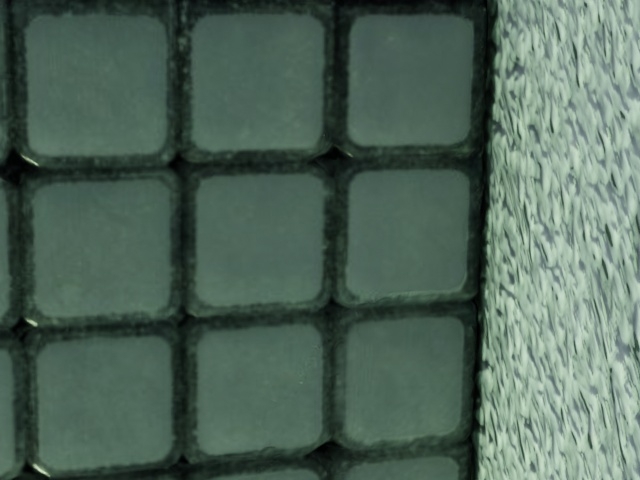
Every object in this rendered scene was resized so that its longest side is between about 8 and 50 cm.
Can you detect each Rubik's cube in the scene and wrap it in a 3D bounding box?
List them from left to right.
[{"bbox_3d":[-0.113,0.004,0.855,0.337,0.344,0.344,-144,53,-68],"label":"Rubik's cube"}]
